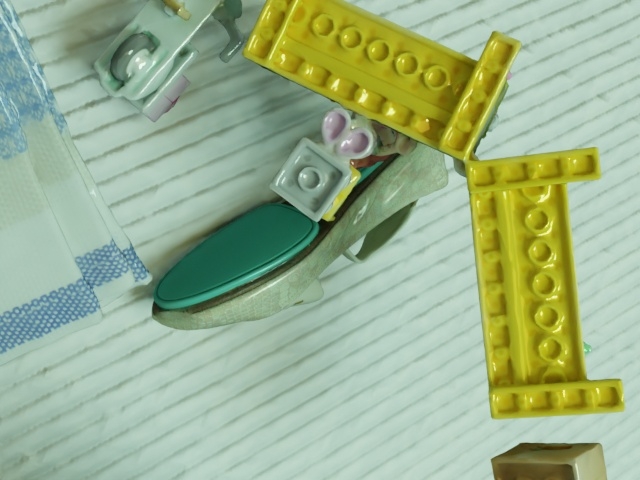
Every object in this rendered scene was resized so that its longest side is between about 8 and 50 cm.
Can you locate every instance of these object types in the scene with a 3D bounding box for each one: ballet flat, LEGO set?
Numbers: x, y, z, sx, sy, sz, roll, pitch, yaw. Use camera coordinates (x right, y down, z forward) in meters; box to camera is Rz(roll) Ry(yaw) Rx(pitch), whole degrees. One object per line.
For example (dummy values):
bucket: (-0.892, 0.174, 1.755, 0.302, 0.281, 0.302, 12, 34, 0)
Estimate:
ballet flat: (0.000, 0.000, 0.453, 0.168, 0.057, 0.052, -37, 124, -19)
LEGO set: (0.048, -0.010, 0.400, 0.132, 0.107, 0.287, -42, 83, 10)

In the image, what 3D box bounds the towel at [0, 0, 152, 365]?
towel: (-0.197, -0.051, 0.294, 0.209, 0.034, 0.285, -25, 123, -9)
